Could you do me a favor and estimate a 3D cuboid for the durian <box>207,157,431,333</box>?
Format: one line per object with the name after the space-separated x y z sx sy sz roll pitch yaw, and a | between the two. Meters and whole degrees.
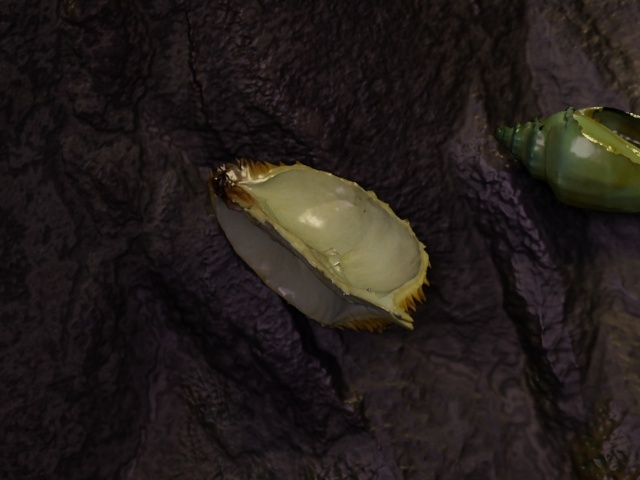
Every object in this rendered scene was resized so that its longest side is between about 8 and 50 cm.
0.000 0.000 0.618 0.144 0.139 0.252 -45 70 1 | durian

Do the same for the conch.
0.249 -0.070 0.583 0.201 0.079 0.094 12 71 3 | conch
